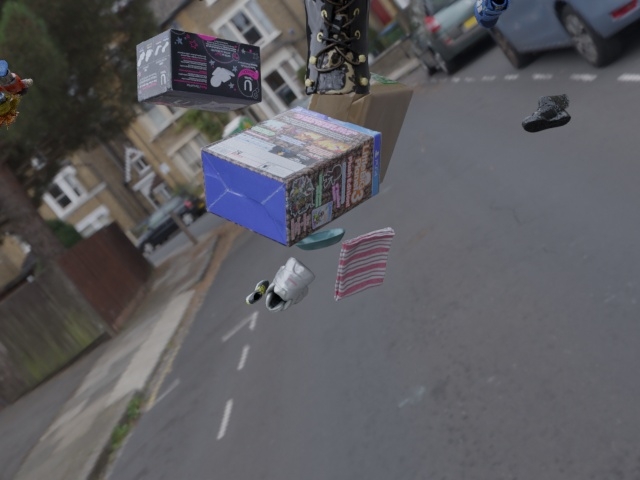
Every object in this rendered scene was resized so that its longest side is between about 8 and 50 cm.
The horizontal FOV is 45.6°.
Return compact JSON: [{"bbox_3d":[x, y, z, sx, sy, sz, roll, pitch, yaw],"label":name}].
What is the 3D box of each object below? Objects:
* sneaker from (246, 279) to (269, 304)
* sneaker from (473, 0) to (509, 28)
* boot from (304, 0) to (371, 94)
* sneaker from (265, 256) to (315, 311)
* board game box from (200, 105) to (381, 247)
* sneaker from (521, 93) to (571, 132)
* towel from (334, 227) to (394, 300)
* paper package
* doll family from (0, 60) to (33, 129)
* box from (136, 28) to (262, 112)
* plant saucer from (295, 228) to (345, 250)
[{"bbox_3d":[-0.156,0.135,1.974,0.083,0.031,0.035,-53,19,-28],"label":"sneaker"},{"bbox_3d":[0.338,-0.463,1.497,0.053,0.059,0.144,-18,-28,-3],"label":"sneaker"},{"bbox_3d":[0.031,-0.394,1.308,0.138,0.285,0.377,-1,10,-4],"label":"boot"},{"bbox_3d":[-0.087,0.117,1.746,0.115,0.090,0.232,-49,-7,-18],"label":"sneaker"},{"bbox_3d":[-0.055,-0.139,1.540,0.232,0.141,0.291,24,39,34],"label":"board game box"},{"bbox_3d":[0.577,-0.332,1.962,0.170,0.089,0.051,-11,-32,-19],"label":"sneaker"},{"bbox_3d":[0.107,0.062,1.877,0.144,0.029,0.197,-18,-44,-27],"label":"towel"},{"bbox_3d":[0.085,-0.291,2.049,0.324,0.168,0.310,-25,-42,-61],"label":"paper package"},{"bbox_3d":[-0.748,-0.294,1.639,0.262,0.119,0.163,-3,-9,-1],"label":"doll family"},{"bbox_3d":[-0.283,-0.387,1.782,0.247,0.142,0.163,0,-3,-41],"label":"box"},{"bbox_3d":[0.000,0.000,1.681,0.119,0.021,0.119,-14,10,2],"label":"plant saucer"}]
